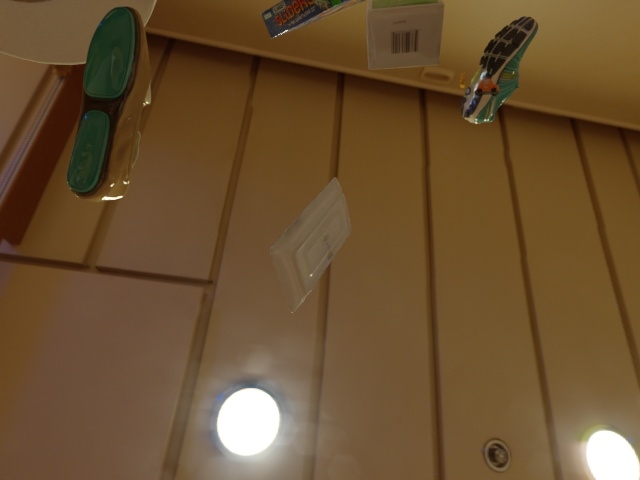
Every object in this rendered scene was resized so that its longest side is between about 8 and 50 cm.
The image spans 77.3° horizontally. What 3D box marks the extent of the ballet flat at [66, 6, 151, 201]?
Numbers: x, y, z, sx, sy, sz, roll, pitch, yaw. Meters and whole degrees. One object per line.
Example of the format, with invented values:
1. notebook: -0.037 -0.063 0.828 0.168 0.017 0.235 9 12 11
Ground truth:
1. ballet flat: -0.252 -0.161 0.494 0.080 0.073 0.232 17 -87 16

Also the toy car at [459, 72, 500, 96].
1. toy car: 0.373 -0.366 0.926 0.122 0.060 0.040 -1 -82 -48

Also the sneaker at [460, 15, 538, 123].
1. sneaker: 0.476 -0.440 1.055 0.110 0.275 0.107 6 -139 -20

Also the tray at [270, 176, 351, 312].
1. tray: 0.000 0.000 0.770 0.030 0.145 0.270 5 -143 28

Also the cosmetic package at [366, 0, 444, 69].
1. cosmetic package: 0.233 -0.635 1.147 0.197 0.155 0.365 -1 -135 8

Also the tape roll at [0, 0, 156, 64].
1. tape roll: -0.381 -0.398 0.458 0.393 0.392 0.071 5 -125 -8

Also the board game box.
1. board game box: 0.035 -0.337 0.542 0.201 0.136 0.035 -42 -60 -34
